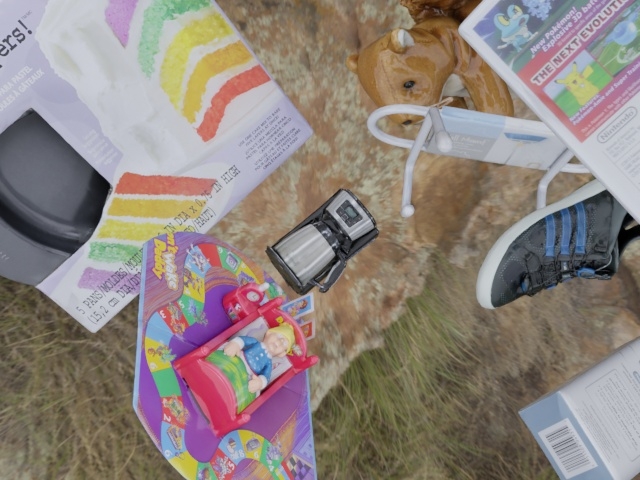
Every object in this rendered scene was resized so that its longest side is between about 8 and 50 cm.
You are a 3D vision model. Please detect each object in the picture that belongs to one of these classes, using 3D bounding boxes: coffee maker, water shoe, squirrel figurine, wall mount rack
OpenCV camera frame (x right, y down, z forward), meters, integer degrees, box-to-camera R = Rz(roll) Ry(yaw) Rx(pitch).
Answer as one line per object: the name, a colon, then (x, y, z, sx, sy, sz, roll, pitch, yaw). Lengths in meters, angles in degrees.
coffee maker: (0.000, 0.000, 1.408, 0.178, 0.171, 0.120, -38, 104, -8)
water shoe: (0.237, 0.006, 0.759, 0.203, 0.080, 0.073, -34, 135, -15)
squirrel figurine: (0.229, -0.381, 1.486, 0.370, 0.281, 0.397, -11, 95, -23)
wall mount rack: (0.232, -0.099, 1.029, 0.350, 0.304, 0.130, 8, 73, -1)

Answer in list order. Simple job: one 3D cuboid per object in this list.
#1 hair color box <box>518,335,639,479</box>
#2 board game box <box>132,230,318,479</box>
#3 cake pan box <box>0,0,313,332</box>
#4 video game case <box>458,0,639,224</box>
hair color box: (0.556, 0.313, 1.507, 0.374, 0.113, 0.185, -17, 71, -40)
board game box: (-0.039, 0.061, 0.452, 0.033, 0.169, 0.133, -32, 135, 28)
cake pan box: (-0.175, -0.089, 0.633, 0.267, 0.070, 0.246, -41, 123, -4)
video game case: (0.208, -0.126, 0.446, 0.201, 0.023, 0.183, -45, 78, 24)
